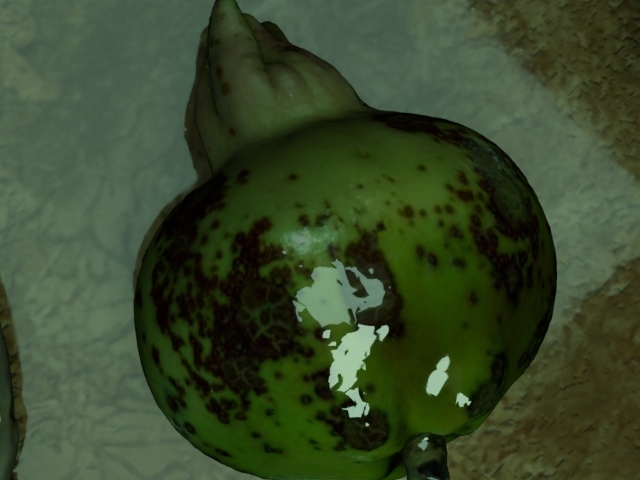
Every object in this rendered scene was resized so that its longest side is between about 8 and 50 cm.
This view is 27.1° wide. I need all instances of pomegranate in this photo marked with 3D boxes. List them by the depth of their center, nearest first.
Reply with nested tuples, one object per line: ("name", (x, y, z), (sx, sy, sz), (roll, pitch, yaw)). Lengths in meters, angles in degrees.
("pomegranate", (0.007, -0.006, 0.720), (0.222, 0.204, 0.277), (-11, 96, -27))

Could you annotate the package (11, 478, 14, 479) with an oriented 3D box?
("package", (-0.262, 0.213, 0.782), (0.200, 0.022, 0.083), (-20, 94, -9))

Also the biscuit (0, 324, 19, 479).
("biscuit", (-0.360, 0.054, 0.718), (0.366, 0.115, 0.268), (-7, 92, -9))
